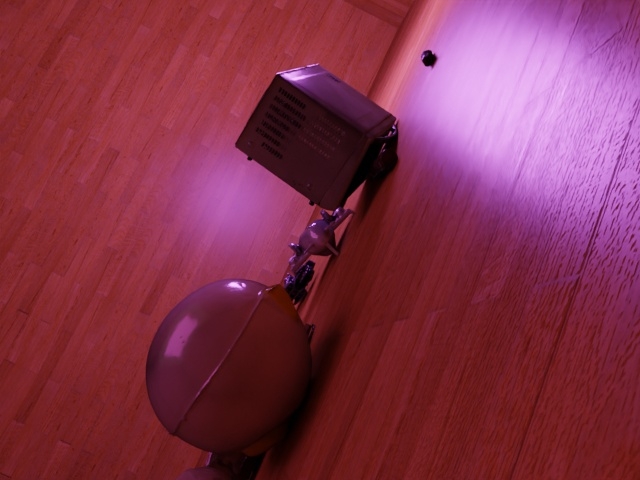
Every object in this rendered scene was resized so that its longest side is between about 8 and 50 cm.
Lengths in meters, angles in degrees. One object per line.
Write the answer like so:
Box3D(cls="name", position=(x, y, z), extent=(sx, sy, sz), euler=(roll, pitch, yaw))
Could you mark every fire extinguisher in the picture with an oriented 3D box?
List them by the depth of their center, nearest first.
Box3D(cls="fire extinguisher", position=(0.143, -0.176, 1.596), extent=(0.158, 0.043, 0.064), euler=(134, 159, -77))

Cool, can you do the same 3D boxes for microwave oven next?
Box3D(cls="microwave oven", position=(0.003, -0.275, 1.781), extent=(0.247, 0.333, 0.394), euler=(-57, -4, 23))

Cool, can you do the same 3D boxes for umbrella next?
Box3D(cls="umbrella", position=(0.284, -0.484, 1.769), extent=(0.036, 0.031, 0.133), euler=(-35, 13, 16))

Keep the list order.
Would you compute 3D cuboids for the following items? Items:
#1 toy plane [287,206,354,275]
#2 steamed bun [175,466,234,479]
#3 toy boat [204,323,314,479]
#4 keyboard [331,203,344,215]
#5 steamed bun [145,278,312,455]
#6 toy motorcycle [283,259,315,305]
Box3D(cls="toy plane", position=(0.000, 0.000, 1.867), extent=(0.244, 0.117, 0.244), euler=(-48, 1, 2))
Box3D(cls="steamed bun", position=(-0.192, 0.499, 1.100), extent=(0.232, 0.145, 0.232), euler=(-51, 21, 28))
Box3D(cls="toy boat", position=(-0.155, 0.366, 1.511), extent=(0.162, 0.136, 0.445), euler=(114, 179, -67))
Box3D(cls="keyboard", position=(0.053, -0.094, 2.274), extent=(0.093, 0.025, 0.230), euler=(126, 169, -73))
Box3D(cls="steamed bun", position=(-0.172, 0.237, 1.274), extent=(0.334, 0.334, 0.374), euler=(-66, 8, -20))
Box3D(cls="toy motorcycle", position=(-0.069, 0.136, 2.123), extent=(0.215, 0.080, 0.122), euler=(-53, 14, 43))
